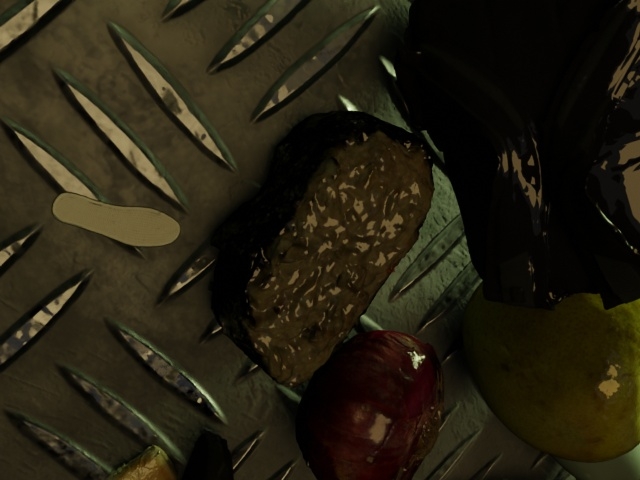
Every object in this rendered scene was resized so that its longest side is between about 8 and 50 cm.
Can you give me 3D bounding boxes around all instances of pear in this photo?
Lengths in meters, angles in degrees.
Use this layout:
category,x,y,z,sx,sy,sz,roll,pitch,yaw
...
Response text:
category,x,y,z,sx,sy,sz,roll,pitch,yaw
pear,0.358,0.154,0.871,0.303,0.304,0.304,-6,104,-23

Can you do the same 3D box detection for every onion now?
category,x,y,z,sx,sy,sz,roll,pitch,yaw
onion,0.071,0.240,0.813,0.246,0.190,0.246,-32,134,-40

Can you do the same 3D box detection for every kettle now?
category,x,y,z,sx,sy,sz,roll,pitch,yaw
kettle,0.491,0.317,1.040,0.236,0.161,0.221,48,71,-28

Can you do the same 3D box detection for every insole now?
category,x,y,z,sx,sy,sz,roll,pitch,yaw
insole,-0.245,-0.024,0.713,0.152,0.002,0.053,18,94,-27

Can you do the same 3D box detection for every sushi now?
category,x,y,z,sx,sy,sz,roll,pitch,yaw
sushi,0.000,0.000,0.736,0.211,0.171,0.350,33,88,-28

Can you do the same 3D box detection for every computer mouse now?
category,x,y,z,sx,sy,sz,roll,pitch,yaw
computer mouse,-0.158,0.393,0.776,0.086,0.137,0.270,19,95,-19

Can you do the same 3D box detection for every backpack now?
category,x,y,z,sx,sy,sz,roll,pitch,yaw
backpack,0.293,-0.138,0.714,0.255,0.363,0.446,-16,93,-58

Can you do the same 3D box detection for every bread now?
category,x,y,z,sx,sy,sz,roll,pitch,yaw
bread,-0.237,0.320,0.782,0.083,0.035,0.070,-35,114,-20
